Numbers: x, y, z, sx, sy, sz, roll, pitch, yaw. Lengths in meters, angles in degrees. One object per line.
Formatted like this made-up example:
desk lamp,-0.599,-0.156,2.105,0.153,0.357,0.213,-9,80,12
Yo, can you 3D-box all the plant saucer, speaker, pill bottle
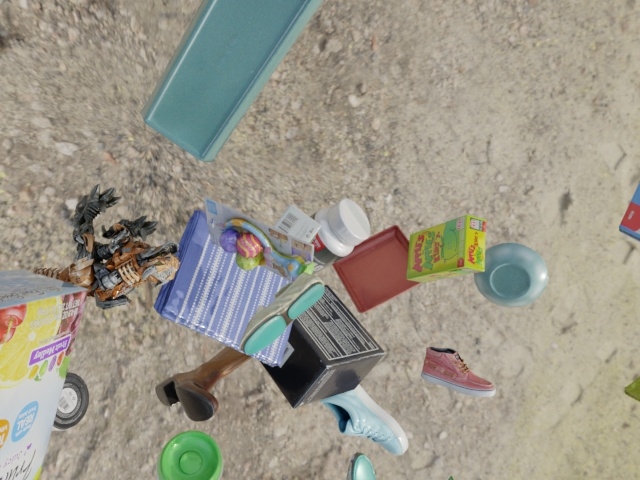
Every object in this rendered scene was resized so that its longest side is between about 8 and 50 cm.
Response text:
plant saucer,0.192,0.096,1.759,0.258,0.259,0.048,-27,137,-3
speaker,-0.266,0.483,1.108,0.131,0.131,0.297,-1,144,-17
pill bottle,0.000,0.000,1.666,0.283,0.161,0.161,-33,113,33
plant saucer,-0.062,-0.134,0.386,0.067,0.018,0.192,34,124,-15
speaker,-0.303,0.167,0.559,0.136,0.055,0.055,-11,107,25
plant saucer,0.514,0.102,1.496,0.194,0.037,0.195,7,112,18

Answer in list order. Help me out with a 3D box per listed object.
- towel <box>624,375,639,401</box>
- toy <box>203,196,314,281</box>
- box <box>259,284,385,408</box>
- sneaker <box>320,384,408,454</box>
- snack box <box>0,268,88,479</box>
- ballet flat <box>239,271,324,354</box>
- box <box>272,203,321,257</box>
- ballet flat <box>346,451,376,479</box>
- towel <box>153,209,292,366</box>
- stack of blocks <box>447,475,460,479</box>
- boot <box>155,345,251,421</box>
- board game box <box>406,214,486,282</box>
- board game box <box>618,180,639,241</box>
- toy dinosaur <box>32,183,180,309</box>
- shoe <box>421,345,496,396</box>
towel,0.630,0.204,0.924,0.237,0.102,0.021,-33,114,-15
toy,-0.126,0.020,1.030,0.237,0.137,0.056,21,51,16
box,-0.024,0.292,1.589,0.294,0.296,0.183,3,129,-52
sneaker,0.129,0.606,1.823,0.366,0.135,0.150,45,55,-3
snack box,-0.246,0.130,0.362,0.070,0.174,0.207,17,93,3
ballet flat,-0.066,0.110,0.852,0.168,0.052,0.057,-37,137,-23
box,-0.070,-0.018,1.439,0.102,0.087,0.101,36,70,0
ballet flat,0.048,0.296,0.638,0.041,0.041,0.115,-21,99,-12
towel,-0.183,0.111,1.201,0.336,0.040,0.243,35,58,-37
stack of blocks,0.343,0.633,1.114,0.297,0.087,0.171,32,97,-9
boot,-0.270,0.374,1.508,0.280,0.264,0.096,-25,98,-39
board game box,0.225,0.020,1.004,0.043,0.181,0.092,11,75,-21
board game box,0.563,-0.128,0.684,0.301,0.086,0.309,1,116,-27
toy dinosaur,-0.413,0.030,1.039,0.321,0.164,0.219,0,61,1
shoe,0.328,0.308,1.306,0.063,0.177,0.081,-9,108,-61
